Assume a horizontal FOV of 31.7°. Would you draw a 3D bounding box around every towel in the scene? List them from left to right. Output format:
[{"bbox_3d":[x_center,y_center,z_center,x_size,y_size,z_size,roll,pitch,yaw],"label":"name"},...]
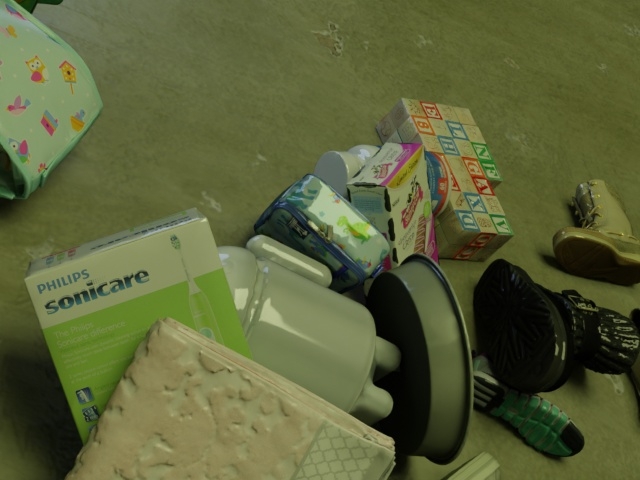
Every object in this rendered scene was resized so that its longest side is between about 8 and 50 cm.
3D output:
[{"bbox_3d":[-0.119,0.294,1.219,0.317,0.332,0.053,30,0,-15],"label":"towel"}]

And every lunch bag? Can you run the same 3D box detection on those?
[{"bbox_3d":[-0.436,-0.193,1.488,0.262,0.160,0.223,42,38,-11],"label":"lunch bag"},{"bbox_3d":[0.000,0.000,1.635,0.176,0.219,0.090,43,72,-7],"label":"lunch bag"}]

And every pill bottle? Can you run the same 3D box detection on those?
[{"bbox_3d":[0.102,-0.096,1.876,0.221,0.124,0.124,1,55,-39],"label":"pill bottle"}]

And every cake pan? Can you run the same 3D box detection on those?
[{"bbox_3d":[0.125,0.165,1.552,0.054,0.293,0.293,-5,56,-17],"label":"cake pan"}]

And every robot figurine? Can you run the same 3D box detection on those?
[{"bbox_3d":[-0.070,0.135,1.464,0.353,0.200,0.300,27,50,-18],"label":"robot figurine"}]

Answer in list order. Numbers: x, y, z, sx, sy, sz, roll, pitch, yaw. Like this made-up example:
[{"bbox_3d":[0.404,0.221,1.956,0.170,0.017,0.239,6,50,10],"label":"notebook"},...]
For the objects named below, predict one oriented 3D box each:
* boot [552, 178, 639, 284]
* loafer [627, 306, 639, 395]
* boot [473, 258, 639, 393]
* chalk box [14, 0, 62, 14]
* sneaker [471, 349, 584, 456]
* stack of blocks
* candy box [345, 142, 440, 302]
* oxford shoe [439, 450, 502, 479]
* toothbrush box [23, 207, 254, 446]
[{"bbox_3d":[0.526,-0.031,2.189,0.261,0.095,0.204,13,48,-33],"label":"boot"},{"bbox_3d":[0.597,0.219,2.027,0.092,0.102,0.268,30,32,-13],"label":"loafer"},{"bbox_3d":[0.407,0.168,1.826,0.260,0.131,0.348,28,22,-16],"label":"boot"},{"bbox_3d":[-0.494,-0.397,1.612,0.288,0.180,0.179,13,47,-29],"label":"chalk box"},{"bbox_3d":[0.328,0.251,1.784,0.223,0.083,0.098,34,35,-9],"label":"sneaker"},{"bbox_3d":[0.237,-0.109,2.027,0.171,0.087,0.297,4,52,-37],"label":"stack of blocks"},{"bbox_3d":[0.118,-0.016,1.749,0.159,0.071,0.234,-48,134,-50],"label":"candy box"},{"bbox_3d":[0.132,0.400,1.420,0.449,0.169,0.130,-18,71,-54],"label":"oxford shoe"},{"bbox_3d":[-0.187,0.131,1.270,0.206,0.122,0.283,-19,102,-9],"label":"toothbrush box"}]
